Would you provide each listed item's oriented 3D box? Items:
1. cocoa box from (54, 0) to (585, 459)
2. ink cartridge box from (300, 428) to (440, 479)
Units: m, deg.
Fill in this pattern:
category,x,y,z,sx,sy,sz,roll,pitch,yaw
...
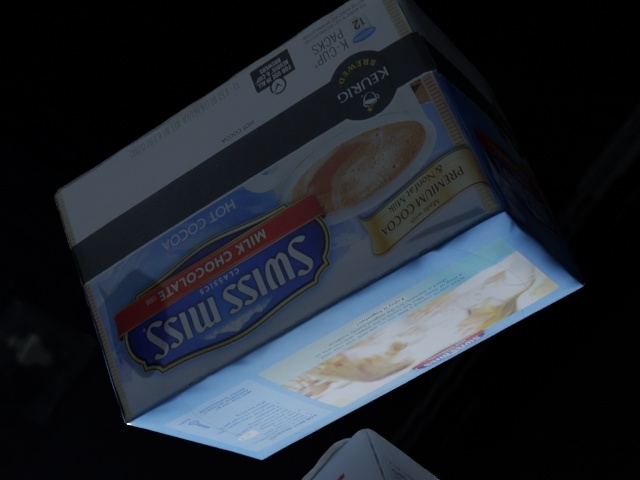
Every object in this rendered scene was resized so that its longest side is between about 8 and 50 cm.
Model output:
category,x,y,z,sx,sy,sz,roll,pitch,yaw
cocoa box,0.000,0.000,1.080,0.347,0.231,0.228,-30,-118,16
ink cartridge box,0.024,0.345,0.816,0.285,0.166,0.395,-48,-161,10
